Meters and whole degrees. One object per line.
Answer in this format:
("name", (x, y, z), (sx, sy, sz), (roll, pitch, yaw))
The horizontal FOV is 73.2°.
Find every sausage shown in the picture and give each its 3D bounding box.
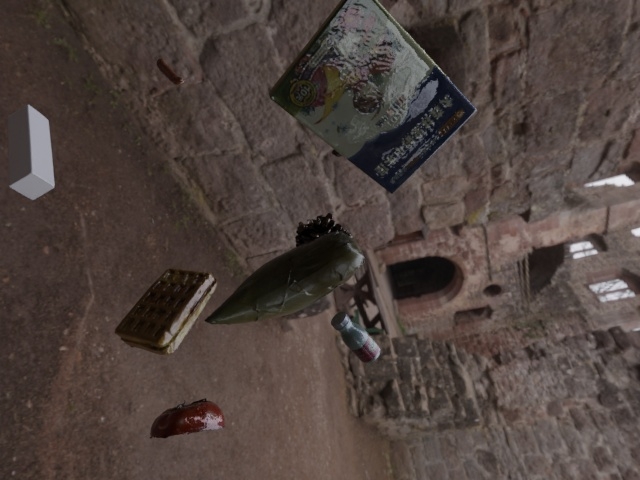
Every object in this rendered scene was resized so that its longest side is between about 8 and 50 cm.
("sausage", (-0.540, -0.600, 1.546), (0.158, 0.036, 0.042), (44, -45, 24))

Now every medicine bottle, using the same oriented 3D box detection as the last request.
("medicine bottle", (0.127, 0.355, 1.580), (0.216, 0.091, 0.090), (50, 20, -23))

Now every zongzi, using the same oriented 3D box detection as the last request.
("zongzi", (-0.079, 0.111, 1.207), (0.393, 0.356, 0.174), (-17, 78, -59))

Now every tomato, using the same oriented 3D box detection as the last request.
("tomato", (-0.422, 0.560, 1.368), (0.228, 0.228, 0.101), (42, 38, -72))

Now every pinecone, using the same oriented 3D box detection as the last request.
("pinecone", (-0.003, 0.003, 1.476), (0.204, 0.184, 0.179), (53, 30, -35))

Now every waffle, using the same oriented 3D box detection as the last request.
("waffle", (-0.535, 0.238, 1.528), (0.098, 0.224, 0.327), (75, 32, -43))

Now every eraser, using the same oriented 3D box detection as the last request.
("eraser", (-0.827, -0.256, 1.227), (0.298, 0.078, 0.076), (63, 4, 31))

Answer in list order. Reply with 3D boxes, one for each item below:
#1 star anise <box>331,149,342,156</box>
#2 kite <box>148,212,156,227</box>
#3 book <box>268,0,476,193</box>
("star anise", (0.163, -0.312, 1.304), (0.283, 0.213, 0.129), (34, -41, 43))
("kite", (-0.578, -0.075, 1.477), (0.044, 0.002, 0.078), (-137, -151, -72))
("book", (0.102, -0.245, 0.767), (0.323, 0.228, 0.018), (31, 26, -29))
